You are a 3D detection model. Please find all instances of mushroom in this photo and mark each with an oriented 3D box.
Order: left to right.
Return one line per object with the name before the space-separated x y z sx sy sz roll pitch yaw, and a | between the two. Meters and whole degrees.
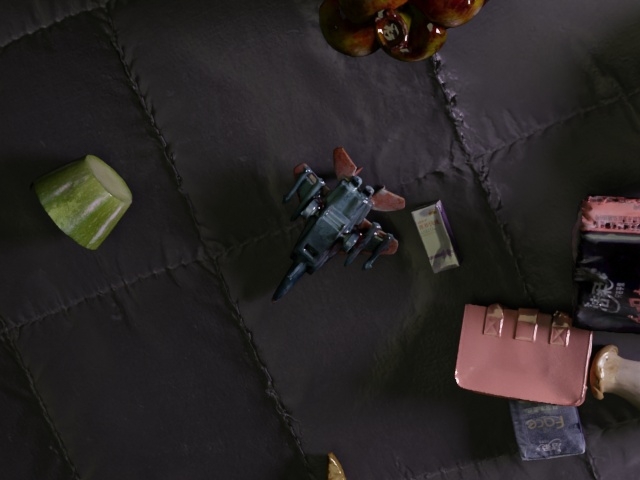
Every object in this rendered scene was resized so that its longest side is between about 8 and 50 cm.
mushroom | 0.538 0.245 1.530 0.213 0.088 0.097 21 105 10

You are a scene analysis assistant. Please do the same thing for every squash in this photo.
squash | -0.428 -0.076 1.715 0.123 0.170 0.170 -39 91 11

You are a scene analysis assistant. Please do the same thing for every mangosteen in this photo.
mangosteen | 0.123 -0.405 1.348 0.307 0.307 0.346 8 74 15

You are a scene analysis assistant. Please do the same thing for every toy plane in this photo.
toy plane | -0.002 0.002 1.626 0.223 0.104 0.326 40 113 3

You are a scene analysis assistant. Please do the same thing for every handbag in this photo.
handbag | 0.337 0.186 1.566 0.213 0.059 0.157 6 81 21

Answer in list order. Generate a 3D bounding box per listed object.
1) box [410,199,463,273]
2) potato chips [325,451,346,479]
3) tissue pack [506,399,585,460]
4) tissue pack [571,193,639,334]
box | 0.197 -0.006 1.597 0.051 0.036 0.117 -20 98 21
potato chips | 0.105 0.576 1.778 0.080 0.057 0.407 -34 93 9
tissue pack | 0.381 0.292 1.614 0.112 0.051 0.156 -11 101 18
tissue pack | 0.543 0.038 1.413 0.333 0.123 0.245 3 136 14
